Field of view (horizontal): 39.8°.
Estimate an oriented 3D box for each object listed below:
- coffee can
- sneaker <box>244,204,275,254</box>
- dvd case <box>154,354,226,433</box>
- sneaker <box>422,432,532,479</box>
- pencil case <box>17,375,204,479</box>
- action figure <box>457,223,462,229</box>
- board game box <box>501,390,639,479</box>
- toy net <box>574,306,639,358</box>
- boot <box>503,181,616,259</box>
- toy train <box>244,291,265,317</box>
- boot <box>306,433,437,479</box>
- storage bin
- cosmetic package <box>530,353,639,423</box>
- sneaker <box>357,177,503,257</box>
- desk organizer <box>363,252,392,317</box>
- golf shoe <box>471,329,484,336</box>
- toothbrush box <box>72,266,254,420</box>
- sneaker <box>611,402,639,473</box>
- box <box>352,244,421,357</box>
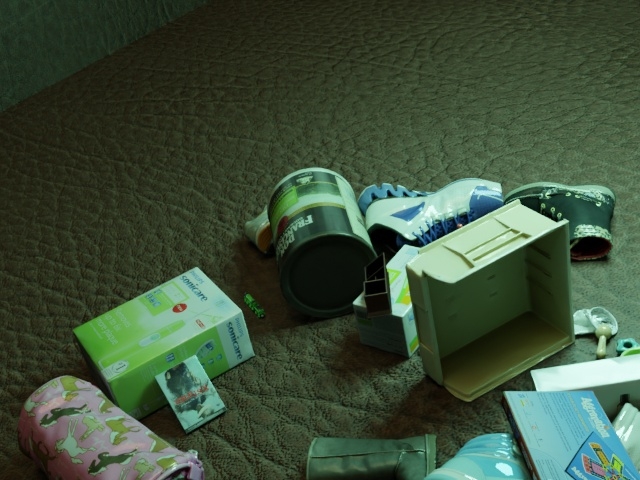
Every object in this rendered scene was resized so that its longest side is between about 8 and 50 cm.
[{"bbox_3d":[0.000,0.000,1.843,0.201,0.202,0.275,-14,33,-1],"label":"coffee can"},{"bbox_3d":[-0.068,-0.071,2.068,0.262,0.099,0.121,-30,33,-26],"label":"sneaker"},{"bbox_3d":[-0.237,0.280,1.617,0.087,0.013,0.119,-27,78,-21],"label":"dvd case"},{"bbox_3d":[0.317,0.380,1.260,0.319,0.127,0.208,26,30,21],"label":"sneaker"},{"bbox_3d":[-0.355,0.362,1.476,0.386,0.160,0.167,20,17,40],"label":"pencil case"},{"bbox_3d":[0.290,0.016,1.799,0.038,0.115,0.030,-18,34,-9],"label":"action figure"},{"bbox_3d":[0.361,0.304,1.253,0.145,0.027,0.281,0,26,-3],"label":"board game box"},{"bbox_3d":[0.533,0.169,1.557,0.122,0.045,0.232,-21,34,-12],"label":"toy net"},{"bbox_3d":[0.494,-0.040,1.841,0.236,0.085,0.179,-1,38,17],"label":"boot"},{"bbox_3d":[-0.140,0.134,1.853,0.017,0.024,0.083,-25,36,-18],"label":"toy train"},{"bbox_3d":[0.079,0.371,1.390,0.208,0.076,0.190,-1,22,7],"label":"boot"},{"bbox_3d":[0.296,0.105,1.535,0.260,0.262,0.123,-26,35,-19],"label":"storage bin"},{"bbox_3d":[0.465,0.244,1.423,0.239,0.099,0.060,-10,33,5],"label":"cosmetic package"},{"bbox_3d":[0.232,-0.025,1.891,0.315,0.127,0.182,-2,46,11],"label":"sneaker"},{"bbox_3d":[0.104,0.081,1.636,0.047,0.050,0.130,-9,33,7],"label":"desk organizer"},{"bbox_3d":[0.310,0.109,1.685,0.069,0.086,0.176,20,47,37],"label":"golf shoe"},{"bbox_3d":[-0.306,0.199,1.728,0.283,0.122,0.206,-26,36,-21],"label":"toothbrush box"},{"bbox_3d":[0.456,0.340,1.319,0.094,0.080,0.212,32,55,17],"label":"sneaker"},{"bbox_3d":[0.168,0.113,1.709,0.114,0.103,0.203,13,41,33],"label":"box"}]
